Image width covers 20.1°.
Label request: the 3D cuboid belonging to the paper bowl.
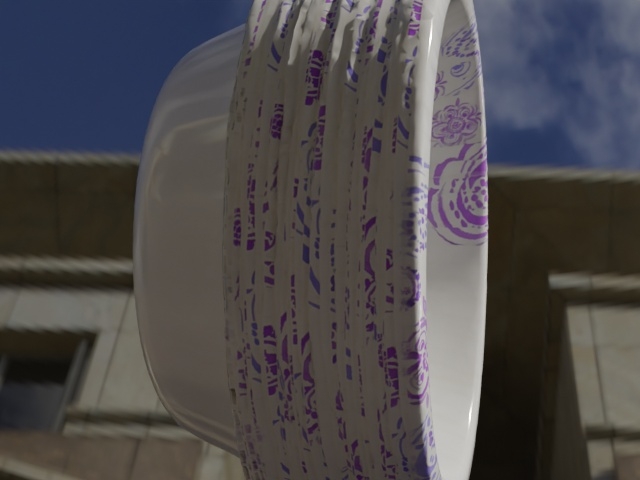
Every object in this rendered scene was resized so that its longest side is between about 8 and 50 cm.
[{"bbox_3d":[0.000,0.000,0.904,0.148,0.284,0.284,1,-61,12],"label":"paper bowl"}]
